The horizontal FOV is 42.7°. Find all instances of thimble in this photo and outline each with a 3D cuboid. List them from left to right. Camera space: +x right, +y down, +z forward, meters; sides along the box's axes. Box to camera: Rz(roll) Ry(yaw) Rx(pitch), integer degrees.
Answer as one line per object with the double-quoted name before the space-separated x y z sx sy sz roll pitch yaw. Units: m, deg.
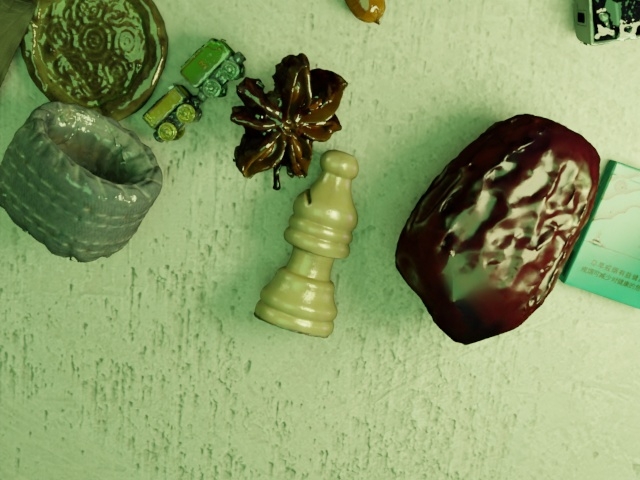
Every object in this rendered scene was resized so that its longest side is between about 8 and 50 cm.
"thimble" -0.385 -0.090 1.299 0.236 0.205 0.172 28 120 -23

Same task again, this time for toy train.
"toy train" -0.210 -0.246 1.345 0.202 0.060 0.081 -43 93 9
"toy train" 0.615 -0.380 1.302 0.407 0.088 0.086 -7 105 1

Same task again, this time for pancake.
"pancake" -0.369 -0.318 1.339 0.250 0.031 0.250 0 101 1

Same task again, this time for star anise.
"star anise" -0.062 -0.201 1.312 0.220 0.190 0.126 -46 59 10

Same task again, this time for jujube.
"jujube" 0.280 -0.019 1.314 0.258 0.258 0.376 32 89 -8

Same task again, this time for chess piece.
"chess piece" 0.000 0.000 1.382 0.139 0.124 0.307 18 98 1

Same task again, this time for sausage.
"sausage" 0.050 -0.425 1.306 0.062 0.054 0.183 -35 101 -25

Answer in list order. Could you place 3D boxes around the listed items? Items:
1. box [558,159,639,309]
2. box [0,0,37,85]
"box" 0.532 -0.007 1.414 0.161 0.042 0.226 18 103 -6
"box" -0.578 -0.307 1.269 0.149 0.155 0.231 30 100 5
